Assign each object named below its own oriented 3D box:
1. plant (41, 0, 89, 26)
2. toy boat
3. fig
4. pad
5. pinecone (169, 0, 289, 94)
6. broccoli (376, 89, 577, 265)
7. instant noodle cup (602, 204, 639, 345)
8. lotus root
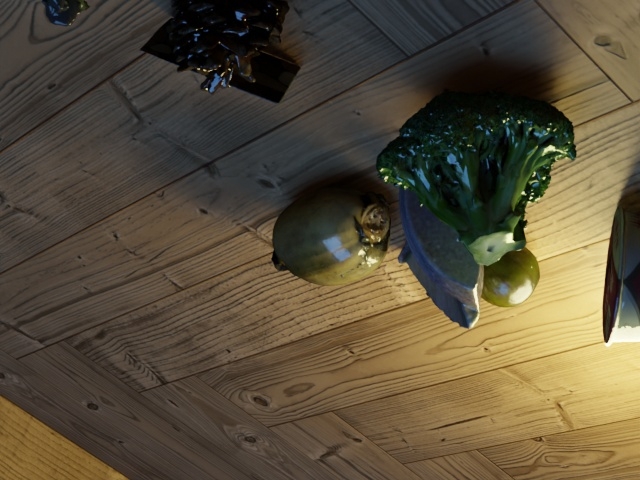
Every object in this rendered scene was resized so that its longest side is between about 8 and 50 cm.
[{"bbox_3d":[-0.394,-0.441,1.959,0.131,0.142,0.203,9,143,-9],"label":"plant"},{"bbox_3d":[0.216,0.036,2.230,0.111,0.276,0.293,-24,144,-8],"label":"toy boat"},{"bbox_3d":[0.291,0.018,2.257,0.236,0.124,0.124,47,141,-12],"label":"fig"},{"bbox_3d":[-0.156,-0.291,2.032,0.235,0.158,0.003,21,122,2],"label":"pad"},{"bbox_3d":[-0.143,-0.334,1.912,0.179,0.204,0.184,8,158,9],"label":"pinecone"},{"bbox_3d":[0.251,-0.109,1.965,0.308,0.275,0.308,-8,146,-5],"label":"broccoli"},{"bbox_3d":[0.562,0.064,2.077,0.178,0.234,0.235,5,144,7],"label":"instant noodle cup"},{"bbox_3d":[0.000,0.000,2.341,0.183,0.182,0.310,39,148,-24],"label":"lotus root"}]
